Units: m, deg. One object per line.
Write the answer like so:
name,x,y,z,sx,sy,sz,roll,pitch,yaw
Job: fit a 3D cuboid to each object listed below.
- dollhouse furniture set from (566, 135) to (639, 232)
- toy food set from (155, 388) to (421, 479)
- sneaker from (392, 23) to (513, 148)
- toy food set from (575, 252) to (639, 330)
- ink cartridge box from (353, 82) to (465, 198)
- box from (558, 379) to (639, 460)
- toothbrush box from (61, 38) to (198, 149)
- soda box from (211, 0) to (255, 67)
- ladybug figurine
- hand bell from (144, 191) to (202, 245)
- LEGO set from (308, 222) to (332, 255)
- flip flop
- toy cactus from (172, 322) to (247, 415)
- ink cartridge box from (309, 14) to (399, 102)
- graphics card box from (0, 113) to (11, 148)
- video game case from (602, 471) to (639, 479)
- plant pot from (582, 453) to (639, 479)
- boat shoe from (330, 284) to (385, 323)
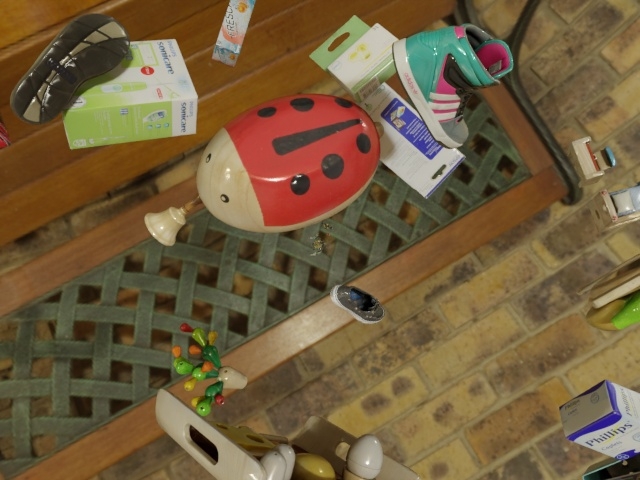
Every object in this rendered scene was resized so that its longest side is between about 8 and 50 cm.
dollhouse furniture set,0.587,-0.129,1.042,0.129,0.183,0.129,-19,167,13
toy food set,-0.037,0.262,0.687,0.306,0.220,0.092,30,79,-44
sneaker,0.272,-0.290,0.995,0.178,0.123,0.295,-13,150,28
toy food set,0.280,0.032,0.442,0.132,0.038,0.192,-35,166,18
ink cartridge box,0.225,-0.282,1.484,0.165,0.333,0.065,-47,-168,14
box,0.548,0.338,0.996,0.137,0.072,0.126,23,133,-9
toothbrush box,-0.446,-0.339,1.218,0.283,0.206,0.122,-11,151,-23
soda box,-0.206,-0.511,1.277,0.058,0.183,0.063,17,159,-16
ladybug figurine,-0.055,-0.190,1.178,0.449,0.305,0.162,-25,171,-15
hand bell,-0.408,-0.100,1.643,0.242,0.126,0.126,-35,158,14
LEGO set,0.002,0.000,1.249,0.083,0.054,0.023,-46,151,10
flip flop,-0.499,-0.342,1.060,0.277,0.080,0.112,-52,126,-11
toy cactus,-0.236,0.285,1.184,0.180,0.219,0.112,30,109,-40
ink cartridge box,0.088,-0.477,1.351,0.171,0.235,0.056,-41,153,2
graphics card box,-0.675,-0.345,0.901,0.094,0.371,0.233,-25,165,-7
video game case,0.538,0.505,1.002,0.201,0.023,0.183,-30,173,26
plant pot,0.771,0.605,1.315,0.166,0.165,0.234,-34,157,18
boat shoe,0.126,0.179,1.521,0.076,0.080,0.228,-8,148,41
